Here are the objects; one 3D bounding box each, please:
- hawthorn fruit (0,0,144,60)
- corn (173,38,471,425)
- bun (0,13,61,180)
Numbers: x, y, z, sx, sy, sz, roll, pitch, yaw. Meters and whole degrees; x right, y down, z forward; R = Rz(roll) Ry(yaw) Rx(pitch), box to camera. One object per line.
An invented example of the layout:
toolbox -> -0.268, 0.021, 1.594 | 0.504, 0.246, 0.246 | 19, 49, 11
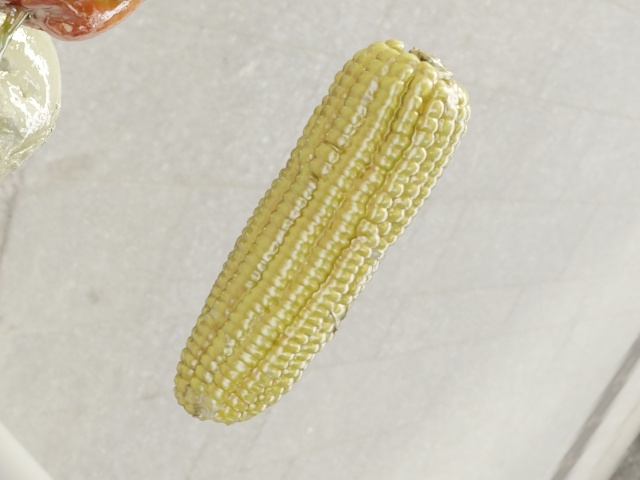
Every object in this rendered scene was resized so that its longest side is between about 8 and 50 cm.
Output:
hawthorn fruit -> -0.220, -0.183, 0.880 | 0.285, 0.165, 0.165 | -63, 151, -9
corn -> 0.000, 0.000, 0.616 | 0.080, 0.080, 0.231 | 17, 106, -58
bun -> -0.506, -0.198, 1.426 | 0.362, 0.234, 0.326 | 3, 110, -18
